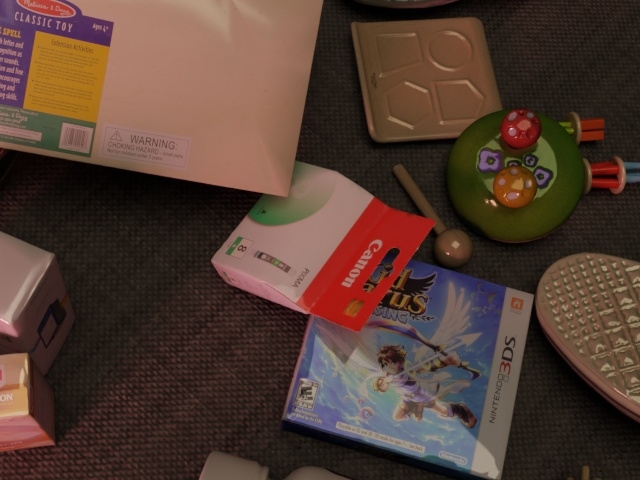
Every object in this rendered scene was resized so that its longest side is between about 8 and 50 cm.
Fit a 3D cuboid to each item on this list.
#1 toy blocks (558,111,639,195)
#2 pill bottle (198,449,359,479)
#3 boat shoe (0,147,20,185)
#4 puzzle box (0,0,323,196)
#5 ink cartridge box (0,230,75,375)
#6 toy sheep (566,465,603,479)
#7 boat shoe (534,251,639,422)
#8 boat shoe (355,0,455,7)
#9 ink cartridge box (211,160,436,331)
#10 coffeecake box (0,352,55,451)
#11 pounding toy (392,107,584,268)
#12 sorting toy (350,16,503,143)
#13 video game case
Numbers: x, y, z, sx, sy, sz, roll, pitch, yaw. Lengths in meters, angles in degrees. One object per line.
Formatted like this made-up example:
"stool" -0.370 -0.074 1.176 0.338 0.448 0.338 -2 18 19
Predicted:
"toy blocks" 0.377 -0.122 1.298 0.148 0.054 0.123 -3 69 -9
"pill bottle" 0.041 0.370 0.968 0.392 0.224 0.224 19 67 1
"boat shoe" -0.465 -0.002 1.119 0.095 0.112 0.335 42 74 1
"puzzle box" -0.212 -0.218 1.100 0.408 0.052 0.272 10 95 -16
"ink cartridge box" -0.372 0.061 1.045 0.154 0.212 0.093 23 64 3
"toy sheep" 0.324 0.320 1.100 0.132 0.091 0.091 23 67 -4
"boat shoe" 0.480 0.191 1.139 0.500 0.156 0.187 32 73 18
"boat shoe" 0.178 -0.401 1.370 0.320 0.103 0.118 -13 90 -6
"ink cartridge box" 0.000 0.000 1.142 0.224 0.056 0.181 17 61 40
"coffeecake box" -0.372 0.183 1.009 0.142 0.185 0.068 -5 69 -9
"pounding toy" 0.228 -0.086 1.204 0.236 0.110 0.183 -26 74 2
"sorting toy" 0.152 -0.227 1.324 0.208 0.038 0.193 -3 69 -13
"video game case" 0.111 0.147 1.154 0.269 0.061 0.244 16 66 -1
